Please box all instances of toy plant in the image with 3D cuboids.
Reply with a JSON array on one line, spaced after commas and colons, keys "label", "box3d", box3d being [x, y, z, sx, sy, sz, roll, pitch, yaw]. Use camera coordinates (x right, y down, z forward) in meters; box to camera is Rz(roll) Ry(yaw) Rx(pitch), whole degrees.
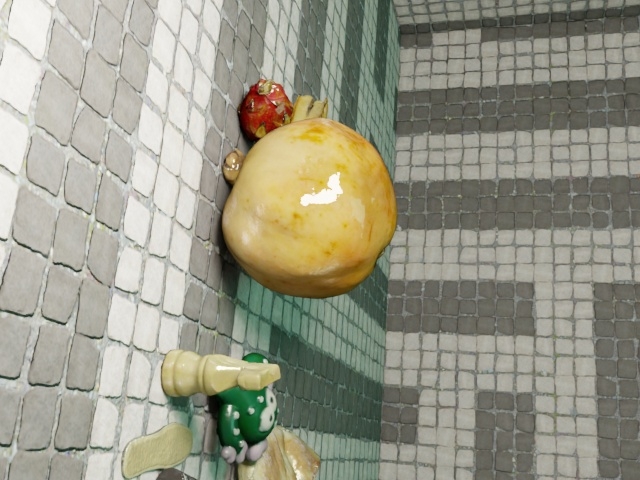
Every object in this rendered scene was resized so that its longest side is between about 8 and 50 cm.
[{"label": "toy plant", "box3d": [-0.156, 0.354, 1.544, 0.243, 0.113, 0.232, 33, 57, -65]}]

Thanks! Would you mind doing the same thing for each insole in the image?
[{"label": "insole", "box3d": [-0.282, 0.369, 1.278, 0.248, 0.011, 0.081, 20, 71, -73]}]

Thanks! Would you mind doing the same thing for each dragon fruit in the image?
[{"label": "dragon fruit", "box3d": [-0.125, -0.271, 1.676, 0.125, 0.125, 0.246, -48, 170, -19]}]

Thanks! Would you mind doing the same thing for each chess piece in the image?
[{"label": "chess piece", "box3d": [-0.178, 0.242, 1.301, 0.090, 0.201, 0.090, -1, 90, -74]}]

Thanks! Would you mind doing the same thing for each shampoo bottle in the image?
[{"label": "shampoo bottle", "box3d": [-0.237, 0.472, 1.341, 0.207, 0.064, 0.057, 64, 40, -58]}]

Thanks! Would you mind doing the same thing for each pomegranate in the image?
[{"label": "pomegranate", "box3d": [-0.033, -0.075, 1.550, 0.411, 0.412, 0.411, 0, 90, -74]}]

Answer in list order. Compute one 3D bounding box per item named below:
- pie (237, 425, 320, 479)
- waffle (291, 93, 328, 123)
[{"label": "pie", "box3d": [-0.083, 0.571, 1.656, 0.337, 0.075, 0.337, 42, 25, -25]}, {"label": "waffle", "box3d": [-0.054, -0.213, 1.875, 0.212, 0.091, 0.308, 94, 9, -45]}]
